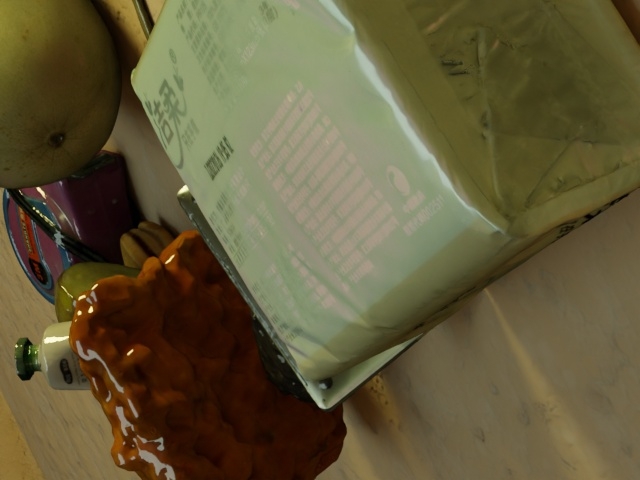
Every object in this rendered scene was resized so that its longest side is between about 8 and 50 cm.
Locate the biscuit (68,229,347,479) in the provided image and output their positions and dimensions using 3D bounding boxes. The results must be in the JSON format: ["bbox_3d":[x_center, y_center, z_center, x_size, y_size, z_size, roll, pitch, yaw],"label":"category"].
[{"bbox_3d":[-0.104,0.149,1.531,0.110,0.312,0.318,-30,92,38],"label":"biscuit"}]

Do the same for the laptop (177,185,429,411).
[{"bbox_3d":[0.000,0.000,1.334,0.269,0.187,0.015,54,-168,20],"label":"laptop"}]

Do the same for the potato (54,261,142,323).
[{"bbox_3d":[-0.209,0.131,1.816,0.298,0.176,0.141,31,-154,-18],"label":"potato"}]

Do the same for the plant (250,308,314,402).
[{"bbox_3d":[0.000,0.070,1.432,0.142,0.131,0.203,52,160,22],"label":"plant"}]

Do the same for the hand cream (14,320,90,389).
[{"bbox_3d":[-0.197,0.132,1.711,0.076,0.336,0.121,-83,-12,-61],"label":"hand cream"}]

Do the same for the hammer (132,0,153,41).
[{"bbox_3d":[-0.215,-0.290,1.644,0.062,0.013,0.199,12,126,60],"label":"hammer"}]

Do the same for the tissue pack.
[{"bbox_3d":[0.039,-0.104,1.078,0.332,0.205,0.405,60,157,7],"label":"tissue pack"}]

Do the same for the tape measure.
[{"bbox_3d":[-0.343,-0.019,2.041,0.245,0.149,0.232,18,128,49],"label":"tape measure"}]

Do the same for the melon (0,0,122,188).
[{"bbox_3d":[-0.385,-0.213,1.759,0.330,0.268,0.268,48,153,41],"label":"melon"}]

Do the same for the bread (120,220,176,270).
[{"bbox_3d":[-0.211,0.077,1.943,0.116,0.077,0.200,36,146,44],"label":"bread"}]
